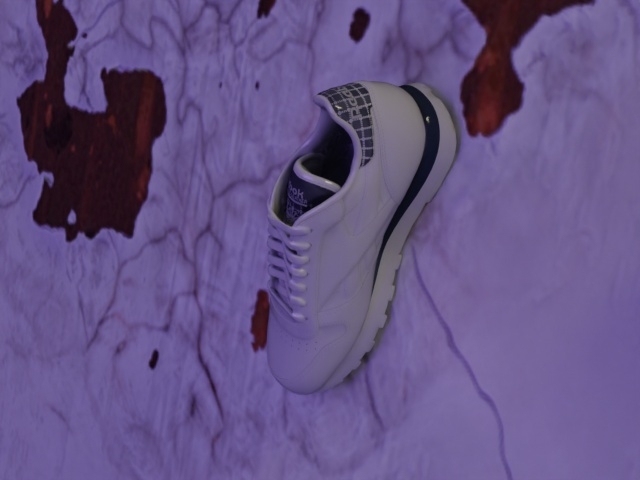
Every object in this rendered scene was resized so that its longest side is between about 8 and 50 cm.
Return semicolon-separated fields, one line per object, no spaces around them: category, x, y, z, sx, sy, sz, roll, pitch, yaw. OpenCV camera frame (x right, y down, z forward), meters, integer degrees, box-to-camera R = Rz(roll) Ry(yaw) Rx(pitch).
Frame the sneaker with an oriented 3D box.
sneaker;0.000;0.000;0.991;0.090;0.095;0.235;40;122;38
